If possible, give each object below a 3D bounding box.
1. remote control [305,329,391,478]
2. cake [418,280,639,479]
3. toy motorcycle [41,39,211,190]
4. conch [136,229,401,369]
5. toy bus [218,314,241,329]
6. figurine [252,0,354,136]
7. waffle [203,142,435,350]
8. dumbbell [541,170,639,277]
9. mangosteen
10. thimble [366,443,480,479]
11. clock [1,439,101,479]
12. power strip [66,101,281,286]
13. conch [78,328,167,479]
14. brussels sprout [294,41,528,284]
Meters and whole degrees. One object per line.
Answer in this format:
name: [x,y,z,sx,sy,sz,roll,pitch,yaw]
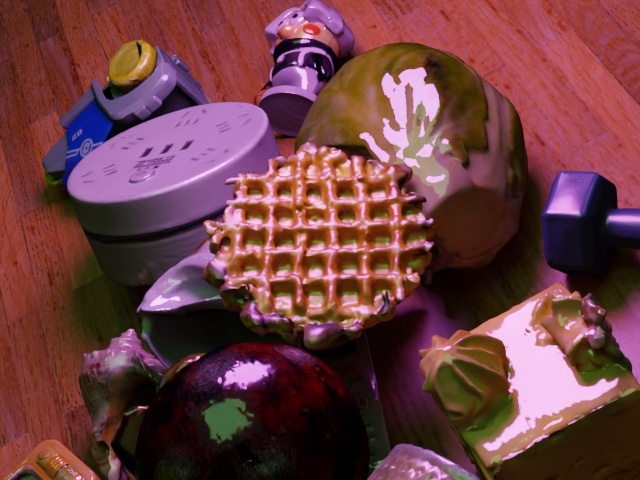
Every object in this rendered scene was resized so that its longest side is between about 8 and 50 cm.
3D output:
remote control: [0.032,0.235,1.840,0.109,0.055,0.313,-16,40,5]
cake: [0.260,0.197,1.584,0.227,0.286,0.222,-29,44,-1]
toy motorcycle: [-0.339,-0.169,2.324,0.326,0.191,0.200,-39,46,11]
conch: [-0.057,0.082,1.868,0.368,0.197,0.249,1,87,8]
toy bus: [-0.182,0.100,2.041,0.063,0.090,0.203,-33,43,-21]
figurine: [-0.035,-0.300,2.313,0.176,0.133,0.236,-17,48,39]
waffle: [-0.006,0.008,1.737,0.329,0.062,0.329,-1,56,2]
dumbbell: [0.458,-0.012,1.784,0.316,0.156,0.143,5,23,30]
mangosteen: [-0.088,0.257,1.634,0.311,0.311,0.311,-14,45,15]
thimble: [0.137,0.367,1.512,0.271,0.271,0.150,23,62,40]
clock: [-0.400,0.392,1.880,0.202,0.096,0.143,-46,49,-16]
power strip: [-0.213,-0.085,2.112,0.357,0.161,0.357,-16,25,7]
conch: [-0.263,0.247,1.903,0.163,0.178,0.245,8,77,-16]
brussels sprout: [0.142,-0.126,1.955,0.315,0.276,0.371,-42,46,-9]
